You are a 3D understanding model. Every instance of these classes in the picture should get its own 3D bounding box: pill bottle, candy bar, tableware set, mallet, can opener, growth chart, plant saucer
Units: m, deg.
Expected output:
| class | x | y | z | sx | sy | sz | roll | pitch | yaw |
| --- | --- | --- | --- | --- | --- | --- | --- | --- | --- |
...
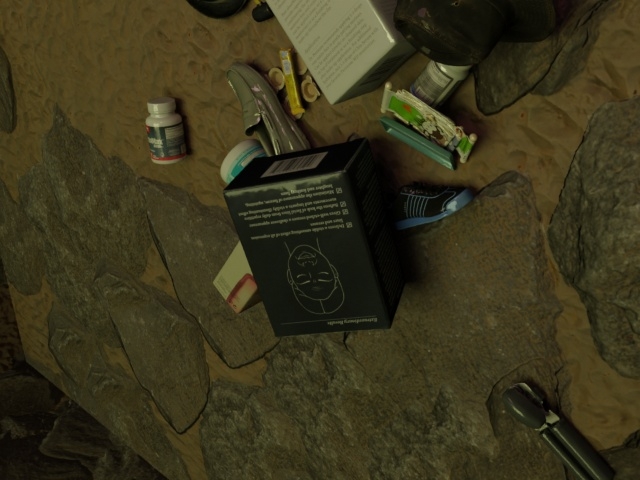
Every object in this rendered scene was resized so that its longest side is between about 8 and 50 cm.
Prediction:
| class | x | y | z | sx | sy | sz | roll | pitch | yaw |
| --- | --- | --- | --- | --- | --- | --- | --- | --- | --- |
| pill bottle | -0.126 | -0.134 | 1.816 | 0.264 | 0.146 | 0.146 | 43 | 135 | 20 |
| candy bar | -0.070 | -0.385 | 1.692 | 0.040 | 0.018 | 0.161 | 1 | 110 | 40 |
| tableware set | -0.064 | -0.382 | 1.717 | 0.169 | 0.020 | 0.141 | -32 | 87 | 49 |
| pill bottle | -0.461 | -0.327 | 2.074 | 0.108 | 0.108 | 0.180 | 18 | 122 | 38 |
| mallet | -0.182 | -0.599 | 1.653 | 0.189 | 0.039 | 0.062 | 45 | 145 | -23 |
| can opener | 0.507 | 0.436 | 1.531 | 0.283 | 0.095 | 0.076 | 49 | 138 | 14 |
| growth chart | 0.219 | -0.242 | 1.443 | 0.237 | 0.021 | 0.172 | 36 | 172 | 15 |
| pill bottle | 0.246 | -0.331 | 1.394 | 0.078 | 0.078 | 0.137 | 52 | 137 | 11 |
| plant saucer | 0.211 | -0.213 | 1.512 | 0.192 | 0.067 | 0.018 | 36 | 88 | 26 |

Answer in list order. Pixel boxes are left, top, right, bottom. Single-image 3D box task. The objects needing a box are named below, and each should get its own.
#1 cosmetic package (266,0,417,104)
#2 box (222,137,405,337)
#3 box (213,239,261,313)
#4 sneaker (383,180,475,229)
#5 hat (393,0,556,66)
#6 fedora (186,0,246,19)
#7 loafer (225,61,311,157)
| class | x | y | z | sx | sy | sz | roll | pitch | yaw |
| --- | --- | --- | --- | --- | --- | --- | --- | --- | --- |
| cosmetic package | 0.014 | -0.541 | 1.447 | 0.230 | 0.161 | 0.453 | -35 | 85 | 48 |
| box | 0.000 | 0.000 | 1.612 | 0.294 | 0.212 | 0.395 | -7 | 115 | 22 |
| box | -0.181 | 0.081 | 1.983 | 0.127 | 0.149 | 0.232 | 51 | 138 | 11 |
| sneaker | 0.229 | -0.091 | 1.537 | 0.232 | 0.081 | 0.090 | -19 | 104 | 49 |
| hat | 0.227 | -0.383 | 1.207 | 0.331 | 0.331 | 0.133 | 21 | 81 | 36 |
| fedora | -0.322 | -0.692 | 1.708 | 0.334 | 0.153 | 0.333 | 23 | 126 | 36 |
| loafer | -0.150 | -0.311 | 1.759 | 0.319 | 0.111 | 0.112 | 54 | 157 | 10 |
